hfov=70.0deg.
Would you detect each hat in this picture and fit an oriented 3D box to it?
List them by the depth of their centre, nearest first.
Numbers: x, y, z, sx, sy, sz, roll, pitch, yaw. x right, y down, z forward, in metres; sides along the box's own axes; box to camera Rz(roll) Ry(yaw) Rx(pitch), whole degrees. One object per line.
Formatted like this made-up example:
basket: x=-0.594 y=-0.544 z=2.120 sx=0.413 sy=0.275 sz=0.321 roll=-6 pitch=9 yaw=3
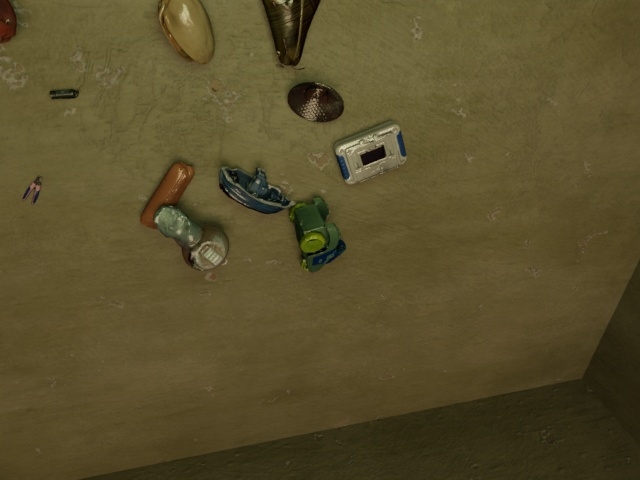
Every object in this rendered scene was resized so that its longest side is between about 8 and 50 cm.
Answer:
hat: x=-0.010 y=-0.488 z=1.535 sx=0.193 sy=0.082 sz=0.193 roll=8 pitch=156 yaw=4

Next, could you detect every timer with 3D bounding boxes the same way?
timer: x=0.188 y=-0.320 z=1.696 sx=0.254 sy=0.078 sz=0.178 roll=-22 pitch=126 yaw=2

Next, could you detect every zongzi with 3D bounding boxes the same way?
zongzi: x=-0.039 y=-0.665 z=1.388 sx=0.241 sy=0.111 sz=0.247 roll=-20 pitch=132 yaw=-8

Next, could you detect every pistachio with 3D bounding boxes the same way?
pistachio: x=-0.381 y=-0.618 z=1.313 sx=0.144 sy=0.143 sz=0.215 roll=-20 pitch=136 yaw=0

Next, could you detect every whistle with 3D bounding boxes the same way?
whistle: x=-0.471 y=-0.013 z=1.677 sx=0.189 sy=0.189 sz=0.348 roll=-36 pitch=128 yaw=11

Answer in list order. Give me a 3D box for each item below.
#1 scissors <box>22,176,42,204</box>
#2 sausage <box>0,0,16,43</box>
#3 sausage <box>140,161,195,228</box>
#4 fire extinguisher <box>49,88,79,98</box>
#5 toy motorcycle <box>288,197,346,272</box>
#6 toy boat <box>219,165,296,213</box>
scissors: x=-0.965 y=-0.170 z=1.540 sx=0.039 sy=0.012 sz=0.113 roll=28 pitch=113 yaw=-29
sausage: x=-0.901 y=-0.630 z=1.150 sx=0.152 sy=0.152 sz=0.279 roll=-26 pitch=129 yaw=4
sausage: x=-0.543 y=-0.156 z=1.615 sx=0.086 sy=0.086 sz=0.289 roll=28 pitch=114 yaw=-29
fire extinguisher: x=-0.775 y=-0.445 z=1.394 sx=0.084 sy=0.025 sz=0.038 roll=-9 pitch=163 yaw=-8
toy motorcycle: x=0.000 y=0.000 z=1.822 sx=0.200 sy=0.191 sz=0.326 roll=-18 pitch=142 yaw=-7
toy boat: x=-0.223 y=-0.188 z=1.647 sx=0.309 sy=0.128 sz=0.142 roll=25 pitch=129 yaw=-29
